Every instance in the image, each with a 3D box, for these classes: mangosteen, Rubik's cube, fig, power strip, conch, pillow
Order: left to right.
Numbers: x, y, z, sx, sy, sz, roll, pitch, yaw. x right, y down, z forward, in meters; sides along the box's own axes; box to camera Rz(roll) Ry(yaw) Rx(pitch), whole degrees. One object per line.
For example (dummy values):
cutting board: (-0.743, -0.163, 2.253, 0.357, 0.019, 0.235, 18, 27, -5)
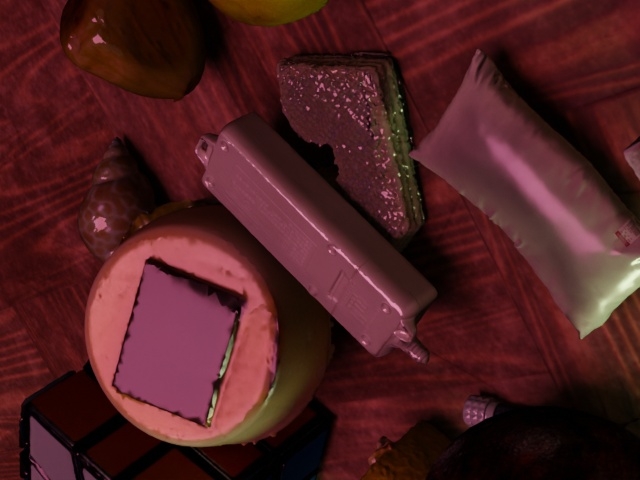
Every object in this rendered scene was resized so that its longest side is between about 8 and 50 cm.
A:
conch: (-0.246, -0.020, 1.610, 0.116, 0.106, 0.173, -34, 109, 32)
fig: (-0.197, -0.224, 1.379, 0.166, 0.144, 0.154, 35, 151, 10)
Rubik's cube: (-0.193, 0.302, 1.637, 0.293, 0.283, 0.288, 40, 140, 24)
power strip: (0.000, 0.000, 1.325, 0.338, 0.058, 0.098, 46, 141, 14)
pillow: (0.193, -0.038, 1.157, 0.254, 0.078, 0.144, 47, 141, 9)
mangosteen: (0.221, 0.301, 1.209, 0.288, 0.288, 0.288, 26, 133, 32)

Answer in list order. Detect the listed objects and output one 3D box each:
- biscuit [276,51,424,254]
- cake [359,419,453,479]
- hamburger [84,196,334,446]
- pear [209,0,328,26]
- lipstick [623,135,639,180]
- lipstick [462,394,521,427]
biscuit: (0.033, -0.075, 1.322, 0.147, 0.046, 0.250, 11, 124, 41)
cake: (0.082, 0.337, 1.459, 0.156, 0.179, 0.260, 42, 139, 17)
hamburger: (-0.126, 0.095, 1.463, 0.302, 0.170, 0.302, 3, 98, 21)
pear: (-0.050, -0.278, 1.181, 0.149, 0.149, 0.162, 21, 138, 35)
lipstick: (0.381, -0.122, 0.904, 0.079, 0.076, 0.371, 57, 142, 1)
lipstick: (0.207, 0.190, 1.342, 0.116, 0.037, 0.037, 7, 122, 39)
